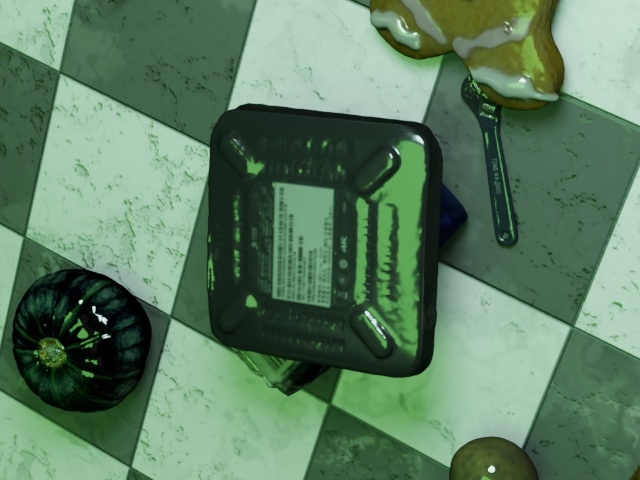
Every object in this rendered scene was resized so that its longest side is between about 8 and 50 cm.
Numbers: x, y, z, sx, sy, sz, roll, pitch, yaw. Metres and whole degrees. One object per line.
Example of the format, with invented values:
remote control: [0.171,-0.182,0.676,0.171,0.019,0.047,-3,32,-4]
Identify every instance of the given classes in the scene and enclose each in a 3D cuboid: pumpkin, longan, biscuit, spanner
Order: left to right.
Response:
pumpkin: [-0.321,0.134,2.016,0.202,0.140,0.202,7,106,26]
spanner: [0.195,-0.094,1.731,0.046,0.012,0.208,-4,105,30]
biscuit: [0.180,-0.367,1.596,0.283,0.064,0.432,30,122,25]
longan: [0.206,0.289,1.801,0.106,0.106,0.119,6,124,27]

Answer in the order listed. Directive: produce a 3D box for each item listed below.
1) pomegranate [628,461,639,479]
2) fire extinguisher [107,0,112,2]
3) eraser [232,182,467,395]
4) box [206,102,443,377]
pomegranate: [0.437,0.307,1.621,0.246,0.198,0.198,3,107,26]
fire extinguisher: [-0.256,-0.383,1.865,0.062,0.050,0.177,-7,102,11]
eraser: [0.016,0.032,1.820,0.155,0.101,0.332,48,121,10]
box: [0.000,0.000,1.716,0.289,0.073,0.290,9,104,28]
